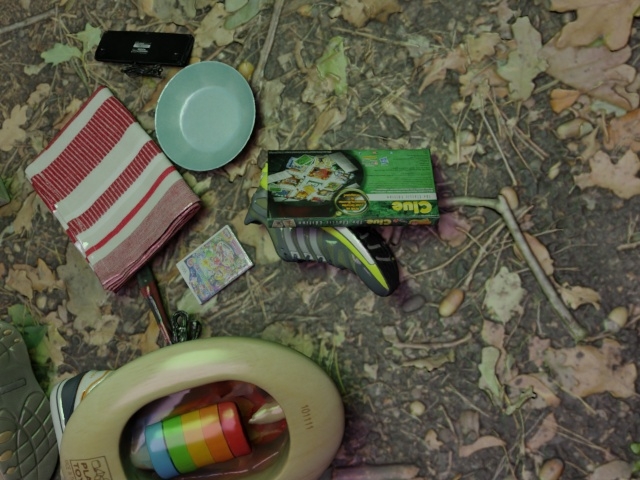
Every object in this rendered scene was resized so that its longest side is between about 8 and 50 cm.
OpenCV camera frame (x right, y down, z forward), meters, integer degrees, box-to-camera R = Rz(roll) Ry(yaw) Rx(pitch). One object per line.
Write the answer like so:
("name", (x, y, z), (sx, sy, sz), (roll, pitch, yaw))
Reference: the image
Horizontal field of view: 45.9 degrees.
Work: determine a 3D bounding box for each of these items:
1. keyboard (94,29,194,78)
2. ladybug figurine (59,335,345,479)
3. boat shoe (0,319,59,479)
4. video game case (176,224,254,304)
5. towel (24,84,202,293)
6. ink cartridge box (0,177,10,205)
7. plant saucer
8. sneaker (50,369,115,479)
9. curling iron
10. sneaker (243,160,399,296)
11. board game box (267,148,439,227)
("keyboard", (-0.326, -0.337, 1.391), (0.192, 0.038, 0.100), (8, 65, 20))
("ladybug figurine", (-0.185, 0.293, 1.185), (0.450, 0.162, 0.305), (-13, 101, 1))
("boat shoe", (-0.569, 0.303, 1.385), (0.116, 0.123, 0.324), (-11, 91, 51))
("video game case", (-0.185, 0.043, 1.320), (0.122, 0.011, 0.087), (-37, 76, 13))
("towel", (-0.384, -0.099, 1.366), (0.237, 0.037, 0.329), (-45, 68, 9))
("ink cartridge box", (-0.754, -0.062, 1.348), (0.296, 0.261, 0.066), (-25, 79, -2))
("plant saucer", (-0.197, -0.216, 1.330), (0.195, 0.037, 0.194), (-1, 86, 19))
("sneaker", (-0.366, 0.377, 1.294), (0.128, 0.126, 0.321), (-24, 77, 21))
("curling iron", (-0.292, 0.077, 1.343), (0.068, 0.035, 0.274), (-30, 71, -8))
("sneaker", (0.000, 0.000, 1.224), (0.300, 0.111, 0.121), (40, 108, 23))
("board game box", (0.047, -0.082, 1.170), (0.260, 0.030, 0.136), (0, 55, -2))
